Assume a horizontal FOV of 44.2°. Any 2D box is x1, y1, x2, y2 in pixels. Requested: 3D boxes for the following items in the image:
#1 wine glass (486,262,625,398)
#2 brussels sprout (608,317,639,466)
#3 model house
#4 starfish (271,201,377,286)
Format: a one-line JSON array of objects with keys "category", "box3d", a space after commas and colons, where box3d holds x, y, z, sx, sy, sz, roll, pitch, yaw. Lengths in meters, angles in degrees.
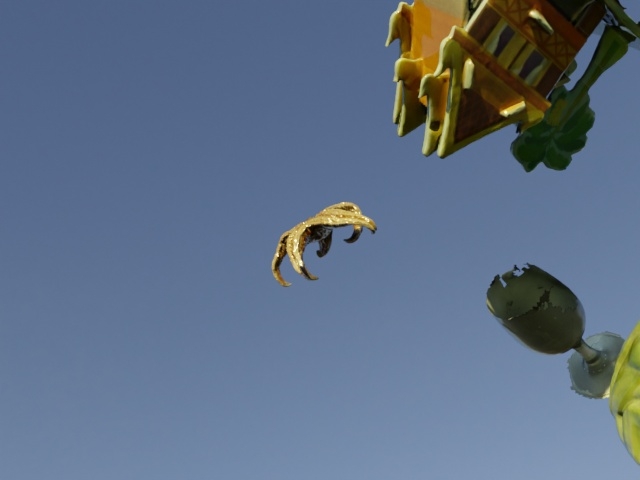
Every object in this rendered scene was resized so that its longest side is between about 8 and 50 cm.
[{"category": "wine glass", "box3d": [0.431, 0.164, 1.418, 0.143, 0.143, 0.321, -38, -53, 24]}, {"category": "brussels sprout", "box3d": [0.544, 0.210, 1.056, 0.247, 0.328, 0.328, -17, -41, -23]}, {"category": "model house", "box3d": [0.247, -0.247, 1.114, 0.357, 0.242, 0.313, 25, -74, -37]}, {"category": "starfish", "box3d": [0.001, 0.001, 1.152, 0.074, 0.146, 0.190, 57, -34, -6]}]
